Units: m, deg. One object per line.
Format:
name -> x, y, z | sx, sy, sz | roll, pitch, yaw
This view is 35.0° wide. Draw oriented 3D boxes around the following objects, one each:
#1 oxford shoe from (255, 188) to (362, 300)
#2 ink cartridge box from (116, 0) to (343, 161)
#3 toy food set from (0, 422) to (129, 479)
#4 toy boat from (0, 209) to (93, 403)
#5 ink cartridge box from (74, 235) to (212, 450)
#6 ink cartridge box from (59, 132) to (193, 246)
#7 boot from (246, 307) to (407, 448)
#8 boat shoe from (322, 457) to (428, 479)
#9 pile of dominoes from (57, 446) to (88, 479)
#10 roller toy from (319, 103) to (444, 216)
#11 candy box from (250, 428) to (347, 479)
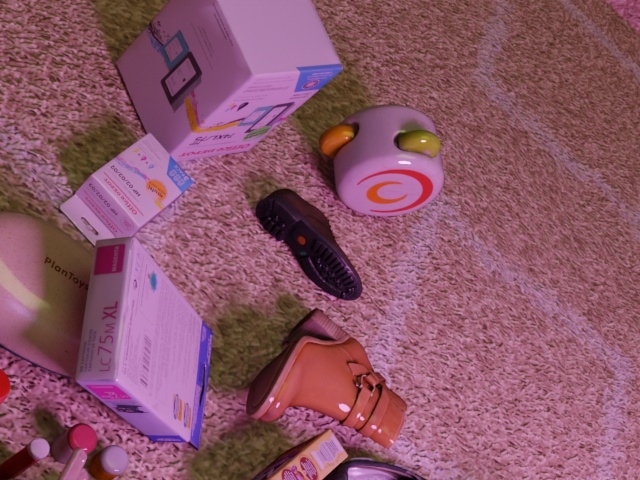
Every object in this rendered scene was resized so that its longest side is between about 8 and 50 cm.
oxford shoe -> 0.000, 0.000, 1.692 | 0.227, 0.083, 0.096 | 51, 38, -4
ink cartridge box -> -0.148, -0.277, 1.603 | 0.198, 0.270, 0.197 | -15, 75, -45
toy food set -> -0.316, 0.289, 1.207 | 0.232, 0.104, 0.111 | -30, 85, -47
toy boat -> -0.388, 0.111, 1.254 | 0.267, 0.148, 0.318 | 42, 36, -19
ink cartridge box -> -0.219, 0.146, 1.320 | 0.311, 0.065, 0.185 | 61, 28, -59
ink cartridge box -> -0.284, -0.069, 1.502 | 0.104, 0.061, 0.181 | 48, 43, -5
boot -> 0.018, 0.241, 1.516 | 0.220, 0.109, 0.283 | 46, 23, -3
boat shoe -> 0.125, 0.399, 1.530 | 0.303, 0.091, 0.114 | 17, 54, -32
pile of dominoes -> -0.315, 0.360, 1.101 | 0.040, 0.251, 0.196 | 18, 40, 14
roller toy -> 0.115, -0.145, 1.808 | 0.191, 0.209, 0.146 | 61, 21, -58
candy box -> -0.058, 0.338, 1.398 | 0.053, 0.109, 0.187 | 55, 42, 2
